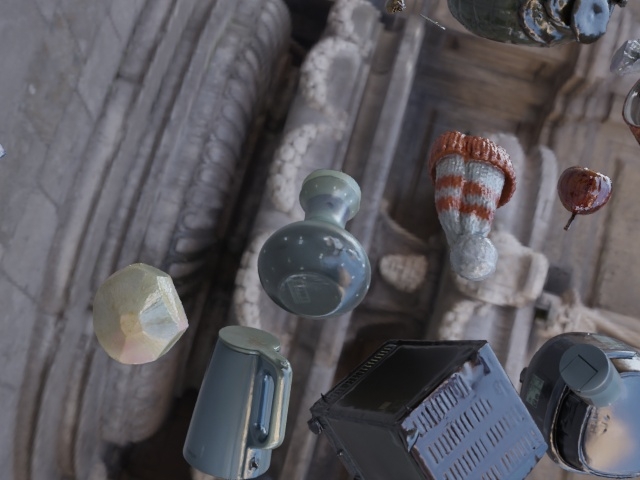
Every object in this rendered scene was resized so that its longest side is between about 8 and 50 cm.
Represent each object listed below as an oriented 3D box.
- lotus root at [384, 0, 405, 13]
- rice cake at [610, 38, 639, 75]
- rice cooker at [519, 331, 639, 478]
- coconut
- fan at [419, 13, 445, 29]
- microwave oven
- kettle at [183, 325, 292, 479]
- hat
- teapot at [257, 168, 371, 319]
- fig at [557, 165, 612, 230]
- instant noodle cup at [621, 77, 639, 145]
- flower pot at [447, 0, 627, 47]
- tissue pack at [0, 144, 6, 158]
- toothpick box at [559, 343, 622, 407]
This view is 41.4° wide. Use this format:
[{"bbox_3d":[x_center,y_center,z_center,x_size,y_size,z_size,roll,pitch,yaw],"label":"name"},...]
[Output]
[{"bbox_3d":[0.141,-0.455,1.621,0.083,0.038,0.030,-69,150,-68],"label":"lotus root"},{"bbox_3d":[0.710,-0.366,1.614,0.072,0.365,0.056,122,-47,-62],"label":"rice cake"},{"bbox_3d":[0.506,0.298,1.572,0.224,0.267,0.267,-138,-118,-66],"label":"rice cooker"},{"bbox_3d":[-0.414,0.168,1.916,0.237,0.198,0.236,-13,90,-88],"label":"coconut"},{"bbox_3d":[0.222,-0.443,1.701,0.003,0.060,0.080,-60,-161,19],"label":"fan"},{"bbox_3d":[0.134,0.249,1.093,0.178,0.188,0.247,-33,-169,-26],"label":"microwave oven"},{"bbox_3d":[-0.134,0.291,1.496,0.211,0.160,0.243,32,-66,52],"label":"kettle"},{"bbox_3d":[0.159,-0.028,0.907,0.112,0.094,0.162,47,45,-40],"label":"hat"},{"bbox_3d":[0.000,0.000,1.389,0.250,0.184,0.183,-79,-177,-47],"label":"teapot"},{"bbox_3d":[0.623,-0.107,1.985,0.128,0.129,0.150,107,-24,-75],"label":"fig"},{"bbox_3d":[0.605,-0.179,1.302,0.250,0.192,0.250,-39,-157,20],"label":"instant noodle cup"},{"bbox_3d":[0.357,-0.445,1.367,0.301,0.302,0.213,-74,168,-52],"label":"flower pot"},{"bbox_3d":[-0.485,-0.116,1.069,0.112,0.156,0.051,-44,139,-19],"label":"tissue pack"},{"bbox_3d":[0.290,0.145,0.903,0.083,0.052,0.052,39,62,-53],"label":"toothpick box"}]
